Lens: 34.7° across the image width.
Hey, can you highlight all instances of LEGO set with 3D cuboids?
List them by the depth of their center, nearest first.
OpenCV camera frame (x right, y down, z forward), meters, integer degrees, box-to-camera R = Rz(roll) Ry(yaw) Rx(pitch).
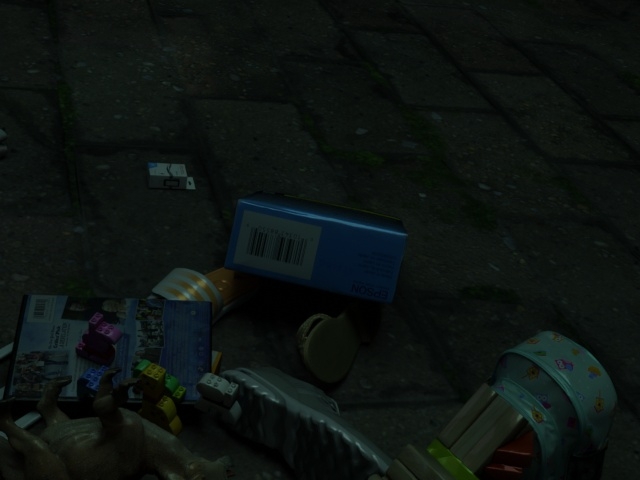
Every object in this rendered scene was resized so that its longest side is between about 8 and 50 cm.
[{"bbox_3d":[-0.209,0.162,1.223,0.227,0.093,0.087,21,41,12],"label":"LEGO set"}]

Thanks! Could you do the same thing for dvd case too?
[{"bbox_3d":[-0.267,0.144,1.320,0.253,0.022,0.180,3,43,-8],"label":"dvd case"}]

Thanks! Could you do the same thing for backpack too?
[{"bbox_3d":[0.277,0.217,1.283,0.144,0.188,0.166,-12,38,-34],"label":"backpack"}]

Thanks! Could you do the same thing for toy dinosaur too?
[{"bbox_3d":[-0.252,0.252,1.126,0.296,0.200,0.127,-10,3,9],"label":"toy dinosaur"}]

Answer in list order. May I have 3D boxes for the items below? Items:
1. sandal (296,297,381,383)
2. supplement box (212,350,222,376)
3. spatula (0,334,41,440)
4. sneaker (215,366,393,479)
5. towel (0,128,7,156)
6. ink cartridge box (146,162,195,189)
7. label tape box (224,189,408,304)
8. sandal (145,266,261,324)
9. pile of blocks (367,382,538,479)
[{"bbox_3d":[0.006,0.142,1.458,0.079,0.088,0.240,-10,12,29],"label":"sandal"},{"bbox_3d":[-0.186,0.169,1.358,0.099,0.036,0.062,13,33,3],"label":"supplement box"},{"bbox_3d":[-0.371,0.173,1.315,0.168,0.019,0.242,27,38,25],"label":"spatula"},{"bbox_3d":[0.002,0.227,1.258,0.281,0.105,0.115,33,31,28],"label":"sneaker"},{"bbox_3d":[-0.758,-0.175,1.740,0.332,0.053,0.317,24,33,23],"label":"towel"},{"bbox_3d":[-0.265,-0.115,1.823,0.083,0.028,0.048,2,32,-17],"label":"ink cartridge box"},{"bbox_3d":[0.000,0.000,1.609,0.249,0.115,0.347,12,4,1],"label":"label tape box"},{"bbox_3d":[-0.179,0.070,1.490,0.102,0.076,0.265,25,33,22],"label":"sandal"},{"bbox_3d":[0.113,0.308,1.111,0.362,0.149,0.113,-32,49,-19],"label":"pile of blocks"}]
